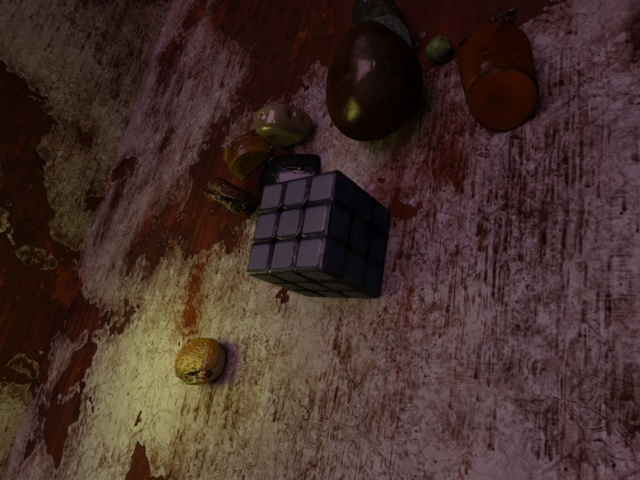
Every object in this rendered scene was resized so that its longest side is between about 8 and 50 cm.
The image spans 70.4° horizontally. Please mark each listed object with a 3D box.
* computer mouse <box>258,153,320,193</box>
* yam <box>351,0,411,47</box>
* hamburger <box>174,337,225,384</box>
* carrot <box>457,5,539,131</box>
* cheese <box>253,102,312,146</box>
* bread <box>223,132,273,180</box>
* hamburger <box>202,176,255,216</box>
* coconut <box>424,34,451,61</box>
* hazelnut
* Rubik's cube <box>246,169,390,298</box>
[{"bbox_3d":[-0.136,-0.262,1.772,0.295,0.087,0.168,-6,63,36],"label":"computer mouse"},{"bbox_3d":[0.214,-0.780,1.651,0.202,0.201,0.271,-2,45,-1],"label":"yam"},{"bbox_3d":[-0.449,0.447,1.681,0.210,0.116,0.173,-12,60,36],"label":"hamburger"},{"bbox_3d":[0.490,-0.502,1.277,0.193,0.214,0.331,-14,58,33],"label":"carrot"},{"bbox_3d":[-0.151,-0.450,1.802,0.218,0.235,0.117,138,137,-76],"label":"cheese"},{"bbox_3d":[-0.326,-0.373,1.961,0.229,0.139,0.143,-36,59,23],"label":"bread"},{"bbox_3d":[-0.367,-0.179,1.836,0.231,0.231,0.107,32,91,44],"label":"hamburger"},{"bbox_3d":[0.395,-0.636,1.506,0.096,0.088,0.088,14,79,49],"label":"coconut"},{"bbox_3d":[0.169,-0.501,1.453,0.366,0.366,0.366,-18,59,33],"label":"hazelnut"},{"bbox_3d":[0.000,0.000,1.383,0.304,0.305,0.301,-5,66,40],"label":"Rubik's cube"}]
